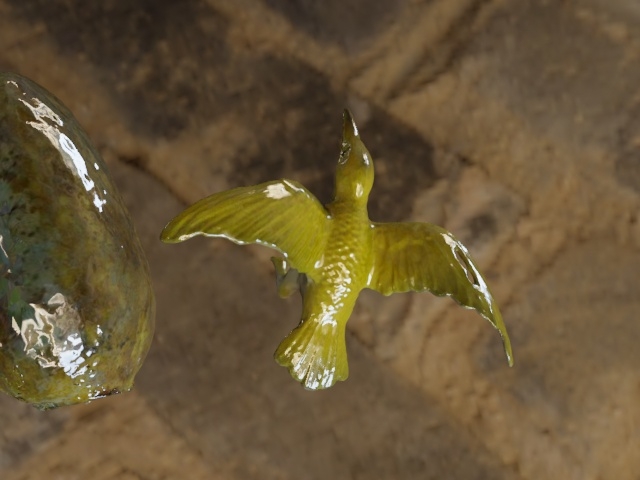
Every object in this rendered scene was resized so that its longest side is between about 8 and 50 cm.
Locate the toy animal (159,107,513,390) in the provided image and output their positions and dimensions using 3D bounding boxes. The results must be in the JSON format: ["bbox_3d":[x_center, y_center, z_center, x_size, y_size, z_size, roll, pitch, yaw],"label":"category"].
[{"bbox_3d":[0.000,0.000,1.143,0.219,0.095,0.155,15,-133,-22],"label":"toy animal"}]

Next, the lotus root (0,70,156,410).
[{"bbox_3d":[-0.227,0.003,1.513,0.160,0.152,0.275,-24,-91,3],"label":"lotus root"}]
